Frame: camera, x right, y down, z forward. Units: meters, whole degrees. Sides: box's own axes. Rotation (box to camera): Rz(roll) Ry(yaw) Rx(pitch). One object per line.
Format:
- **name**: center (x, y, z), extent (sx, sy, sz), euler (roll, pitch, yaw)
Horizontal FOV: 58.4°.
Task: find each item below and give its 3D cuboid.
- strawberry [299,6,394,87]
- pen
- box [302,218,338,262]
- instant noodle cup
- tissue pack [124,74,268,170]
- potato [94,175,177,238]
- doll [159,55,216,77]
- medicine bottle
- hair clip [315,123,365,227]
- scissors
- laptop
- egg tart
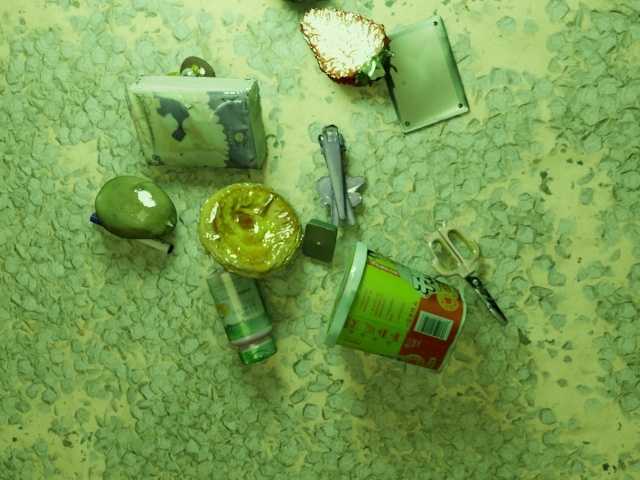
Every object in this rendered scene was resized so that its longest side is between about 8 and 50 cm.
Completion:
- **strawberry**: center (0.076, -0.504, 1.514), extent (0.286, 0.106, 0.188), euler (41, 97, 16)
- **pen**: center (-0.563, -0.021, 1.705), extent (0.268, 0.033, 0.033), euler (23, 99, 7)
- **box**: center (0.000, 0.000, 1.580), extent (0.090, 0.031, 0.126), euler (16, 133, 9)
- **instant noodle cup**: center (0.194, 0.184, 1.486), extent (0.307, 0.294, 0.294), euler (20, 99, 1)
- **tissue pack**: center (-0.328, -0.315, 1.544), extent (0.343, 0.125, 0.243), euler (5, 133, 10)
- **potato**: center (-0.518, -0.085, 1.632), extent (0.251, 0.159, 0.175), euler (19, 119, 17)
- **doll**: center (-0.370, -0.429, 1.603), extent (0.188, 0.096, 0.145), euler (-22, 86, 22)
- **medicine bottle**: center (-0.217, 0.207, 1.618), extent (0.133, 0.133, 0.274), euler (-20, 93, 11)
- **hair clip**: center (0.051, -0.178, 1.561), extent (0.136, 0.090, 0.279), euler (-9, 103, -2)
- **scissors**: center (0.391, 0.087, 1.500), extent (0.160, 0.024, 0.318), euler (-29, 76, -24)
- **laptop**: center (0.268, -0.442, 1.525), extent (0.187, 0.015, 0.269), euler (-17, 92, 11)
- **egg tart**: center (-0.194, -0.022, 1.564), extent (0.294, 0.116, 0.295), euler (9, 67, -21)
